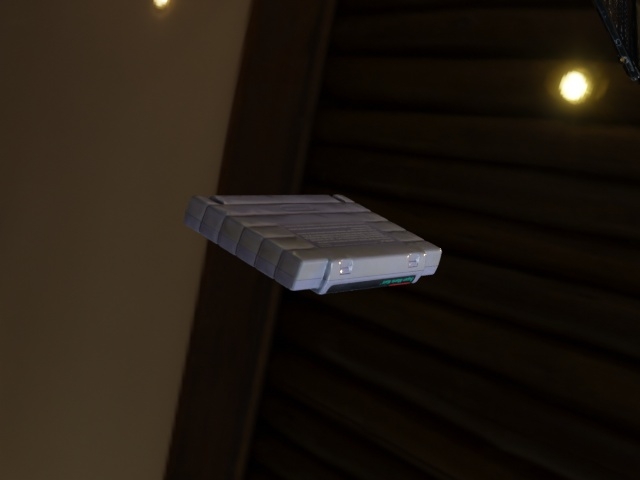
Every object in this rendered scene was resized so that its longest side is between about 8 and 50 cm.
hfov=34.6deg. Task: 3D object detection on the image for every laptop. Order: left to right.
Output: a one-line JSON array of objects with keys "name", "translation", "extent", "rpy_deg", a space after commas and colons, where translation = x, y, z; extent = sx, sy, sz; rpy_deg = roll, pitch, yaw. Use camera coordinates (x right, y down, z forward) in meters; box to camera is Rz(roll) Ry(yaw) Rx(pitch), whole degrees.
[{"name": "laptop", "translation": [0.342, -0.253, 0.979], "extent": [0.137, 0.264, 0.234], "rpy_deg": [-21, -156, 26]}]

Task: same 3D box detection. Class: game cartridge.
[{"name": "game cartridge", "translation": [0.000, 0.000, 1.514], "extent": [0.230, 0.355, 0.068], "rpy_deg": [35, -68, 32]}]
